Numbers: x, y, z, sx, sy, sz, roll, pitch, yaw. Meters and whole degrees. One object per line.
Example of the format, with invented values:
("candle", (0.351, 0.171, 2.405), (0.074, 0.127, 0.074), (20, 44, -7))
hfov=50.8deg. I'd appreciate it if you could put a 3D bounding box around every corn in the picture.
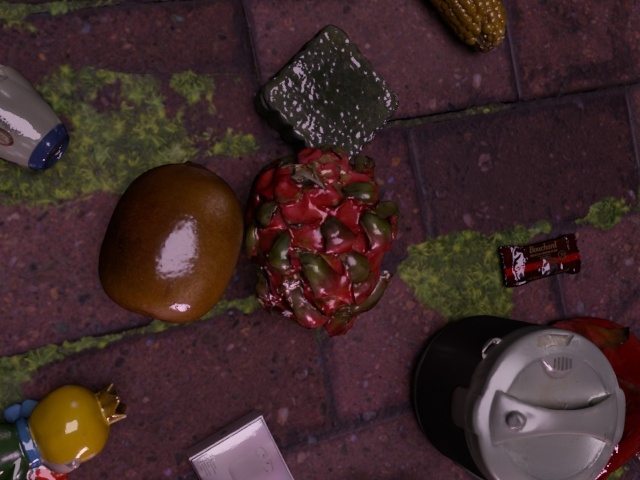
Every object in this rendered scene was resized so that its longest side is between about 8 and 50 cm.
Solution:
("corn", (0.224, -0.476, 1.173), (0.119, 0.119, 0.322), (-41, 107, -15))

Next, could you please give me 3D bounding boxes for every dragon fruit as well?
("dragon fruit", (0.001, 0.005, 1.018), (0.231, 0.237, 0.303), (-4, 116, -9))
("dragon fruit", (0.565, 0.287, 1.293), (0.282, 0.100, 0.343), (-29, 99, -22))

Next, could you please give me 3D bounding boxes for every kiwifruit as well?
("kiwifruit", (-0.211, -0.001, 0.970), (0.196, 0.196, 0.234), (16, 80, -19))

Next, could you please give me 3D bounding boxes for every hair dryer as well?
("hair dryer", (-0.541, -0.169, 0.917), (0.298, 0.119, 0.296), (-34, 94, -4))

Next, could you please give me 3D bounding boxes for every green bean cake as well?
("green bean cake", (0.011, -0.225, 1.102), (0.185, 0.094, 0.183), (45, 75, -14))

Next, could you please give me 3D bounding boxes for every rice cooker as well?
("rice cooker", (0.322, 0.267, 1.109), (0.288, 0.277, 0.288), (0, 90, -21))

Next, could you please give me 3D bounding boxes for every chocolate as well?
("chocolate", (0.421, 0.037, 1.278), (0.182, 0.028, 0.086), (-8, 89, -18))

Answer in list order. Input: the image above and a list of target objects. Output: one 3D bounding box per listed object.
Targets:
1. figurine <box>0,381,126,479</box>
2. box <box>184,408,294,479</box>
("figurine", (-0.383, 0.304, 0.949), (0.234, 0.127, 0.185), (-20, 108, -32))
("box", (-0.126, 0.361, 1.068), (0.129, 0.051, 0.130), (-28, 99, -18))
